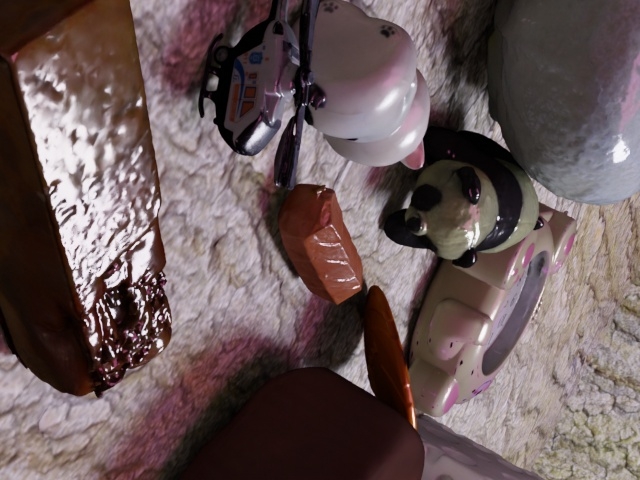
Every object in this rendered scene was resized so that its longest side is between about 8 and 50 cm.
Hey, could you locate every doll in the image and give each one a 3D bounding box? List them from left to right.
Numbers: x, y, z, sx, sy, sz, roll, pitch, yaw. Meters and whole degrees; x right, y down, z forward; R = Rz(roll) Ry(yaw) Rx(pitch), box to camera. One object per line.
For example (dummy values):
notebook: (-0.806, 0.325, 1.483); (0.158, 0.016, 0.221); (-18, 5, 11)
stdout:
doll: (0.036, -0.127, 0.911); (0.107, 0.110, 0.180); (-61, 158, -2)
doll: (0.165, -0.046, 1.226); (0.234, 0.135, 0.144); (-2, 114, -59)

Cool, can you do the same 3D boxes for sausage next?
sausage: (-0.001, 0.001, 1.019); (0.065, 0.065, 0.169); (-56, 154, -17)

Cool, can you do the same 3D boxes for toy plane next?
toy plane: (-0.036, -0.139, 0.797); (0.053, 0.078, 0.197); (22, 80, -64)

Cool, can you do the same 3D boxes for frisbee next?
frisbee: (0.071, 0.147, 1.224); (0.035, 0.192, 0.192); (-12, 141, -4)

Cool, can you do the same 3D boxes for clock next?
clock: (0.235, 0.091, 1.526); (0.284, 0.114, 0.309); (-10, 124, -63)

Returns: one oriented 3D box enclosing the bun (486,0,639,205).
bun: (0.306, -0.219, 1.220); (0.362, 0.211, 0.362); (-49, 148, -45)

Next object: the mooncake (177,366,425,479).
mooncake: (-0.034, 0.286, 1.105); (0.334, 0.174, 0.326); (-13, 129, -64)

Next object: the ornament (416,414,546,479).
ornament: (0.168, 0.414, 1.557); (0.240, 0.239, 0.239); (-65, 157, 3)

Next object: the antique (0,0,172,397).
antique: (-0.156, -0.023, 0.647); (0.087, 0.093, 0.310); (-46, 151, -34)
